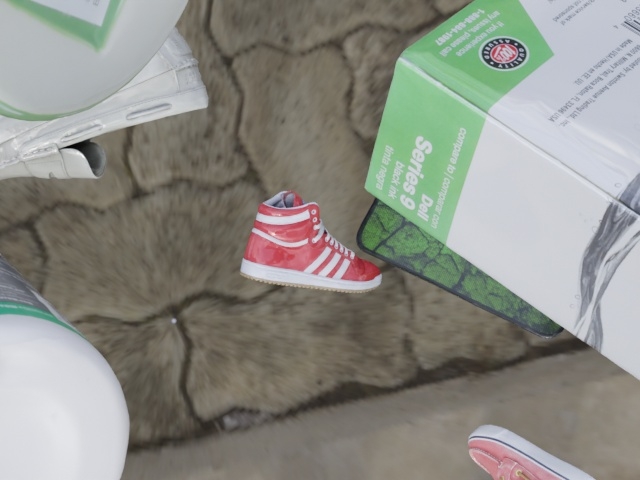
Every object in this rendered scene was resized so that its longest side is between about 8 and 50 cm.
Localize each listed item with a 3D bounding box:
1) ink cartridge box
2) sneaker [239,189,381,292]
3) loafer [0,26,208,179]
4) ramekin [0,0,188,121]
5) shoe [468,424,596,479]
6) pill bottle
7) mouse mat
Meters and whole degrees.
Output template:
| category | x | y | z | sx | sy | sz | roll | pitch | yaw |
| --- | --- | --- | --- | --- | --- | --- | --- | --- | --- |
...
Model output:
| category | x | y | z | sx | sy | sz | roll | pitch | yaw |
| --- | --- | --- | --- | --- | --- | --- | --- | --- | --- |
| ink cartridge box | 0.206 | -0.039 | 1.120 | 0.289 | 0.122 | 0.211 | 36 | 49 | 20 |
| sneaker | 0.000 | 0.000 | 1.356 | 0.118 | 0.042 | 0.067 | 6 | 99 | -36 |
| loafer | -0.261 | -0.106 | 1.888 | 0.319 | 0.112 | 0.111 | -28 | 93 | 18 |
| ramekin | -0.211 | -0.231 | 1.308 | 0.148 | 0.303 | 0.303 | 25 | 85 | 31 |
| shoe | 0.186 | 0.238 | 1.770 | 0.081 | 0.178 | 0.063 | -46 | 129 | -18 |
| pill bottle | -0.298 | 0.078 | 1.305 | 0.204 | 0.361 | 0.204 | -15 | 120 | -28 |
| mouse mat | 0.137 | -0.024 | 1.464 | 0.189 | 0.007 | 0.153 | 26 | 81 | 22 |
